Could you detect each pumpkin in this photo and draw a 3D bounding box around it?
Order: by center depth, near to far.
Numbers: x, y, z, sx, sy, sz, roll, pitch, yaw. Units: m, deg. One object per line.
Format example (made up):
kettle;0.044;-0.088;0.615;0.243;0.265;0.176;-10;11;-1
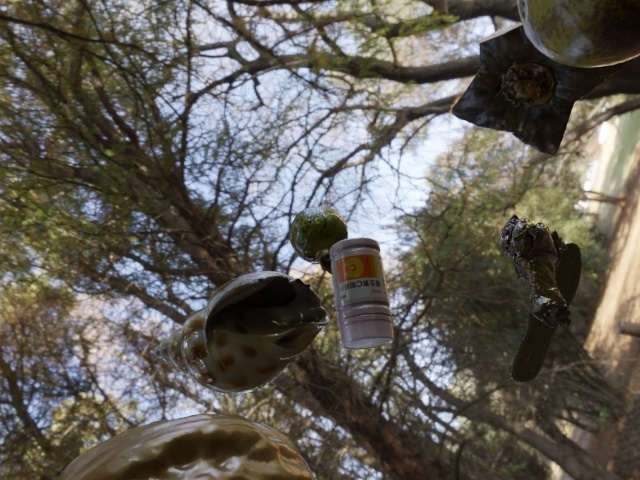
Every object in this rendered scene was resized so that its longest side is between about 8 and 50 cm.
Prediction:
pumpkin;0.426;-0.318;0.925;0.290;0.259;0.095;103;-166;-51

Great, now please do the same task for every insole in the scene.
insole;0.464;0.156;0.959;0.109;0.007;0.321;7;-73;-18

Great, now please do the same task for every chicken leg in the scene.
chicken leg;0.338;0.034;0.726;0.125;0.080;0.196;44;-145;-14

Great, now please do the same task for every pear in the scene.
pear;0.317;-0.295;0.518;0.197;0.197;0.197;-29;-54;-50

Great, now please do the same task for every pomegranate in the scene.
pomegranate;0.013;0.000;1.515;0.198;0.246;0.198;-38;-27;-24

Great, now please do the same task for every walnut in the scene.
walnut;-0.155;0.337;0.506;0.333;0.333;0.332;-29;-54;-50

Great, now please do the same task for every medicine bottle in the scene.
medicine bottle;0.097;0.128;1.129;0.133;0.134;0.249;36;-136;-57

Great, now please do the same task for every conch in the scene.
conch;-0.130;0.147;0.735;0.275;0.149;0.182;-20;-79;-11
